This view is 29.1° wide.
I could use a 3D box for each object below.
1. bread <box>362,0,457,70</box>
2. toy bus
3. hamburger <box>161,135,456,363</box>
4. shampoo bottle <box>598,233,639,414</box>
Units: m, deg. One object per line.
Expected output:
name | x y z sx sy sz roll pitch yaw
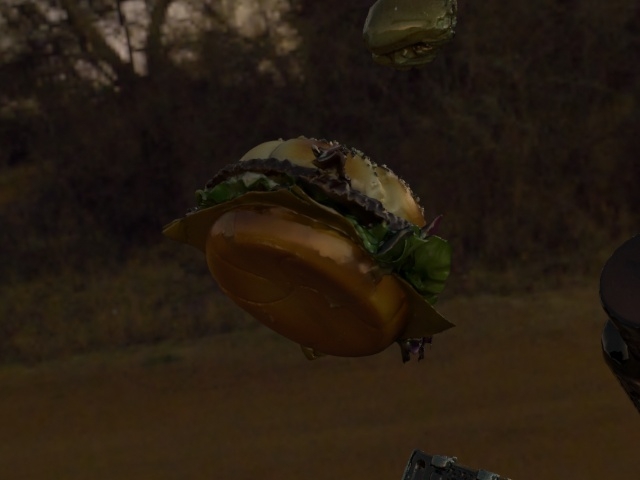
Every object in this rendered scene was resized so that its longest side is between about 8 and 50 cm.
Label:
bread | 0.117 -0.309 1.748 0.110 0.103 0.156 -2 -27 -20
toy bus | 0.200 0.347 1.664 0.103 0.091 0.182 25 -10 -38
hamburger | 0.004 0.001 0.758 0.190 0.164 0.093 0 51 45
shampoo bottle | 0.276 0.111 0.844 0.129 0.084 0.323 10 -27 38
